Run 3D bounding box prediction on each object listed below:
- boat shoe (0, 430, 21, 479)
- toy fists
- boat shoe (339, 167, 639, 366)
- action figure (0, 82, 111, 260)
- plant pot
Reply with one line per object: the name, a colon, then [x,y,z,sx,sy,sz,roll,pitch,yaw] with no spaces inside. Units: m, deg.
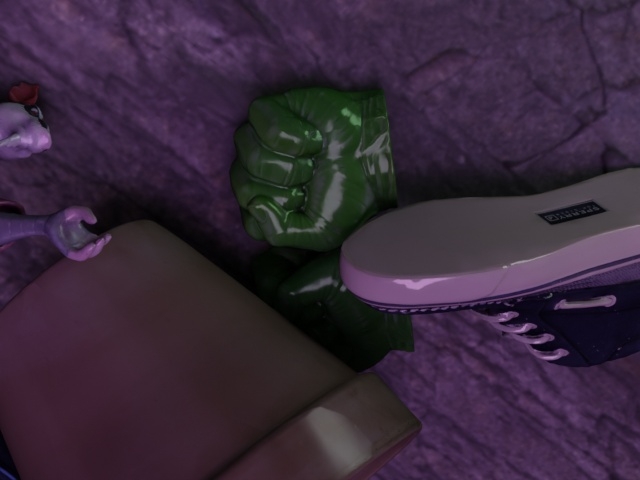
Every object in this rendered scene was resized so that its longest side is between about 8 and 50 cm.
boat shoe: [-0.315,0.256,1.479,0.109,0.089,0.258,-28,116,12]
toy fists: [0.000,0.000,1.360,0.142,0.096,0.279,-8,119,2]
boat shoe: [0.174,0.048,1.338,0.341,0.127,0.158,-10,123,-20]
action figure: [-0.346,-0.049,1.202,0.276,0.370,0.248,-25,87,32]
plant pot: [-0.124,0.147,1.280,0.323,0.323,0.280,-43,79,17]
